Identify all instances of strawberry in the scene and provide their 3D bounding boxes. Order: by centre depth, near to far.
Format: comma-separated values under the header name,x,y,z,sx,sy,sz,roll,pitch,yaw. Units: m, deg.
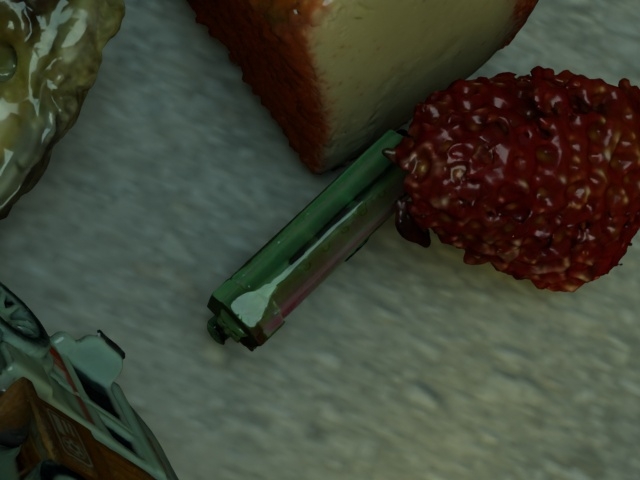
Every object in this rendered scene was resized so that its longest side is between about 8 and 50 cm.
name,x,y,z,sx,sy,sz,roll,pitch,yaw
strawberry,0.119,-0.032,0.683,0.188,0.082,0.121,-4,86,-50

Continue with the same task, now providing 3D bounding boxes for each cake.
name,x,y,z,sx,sy,sz,roll,pitch,yaw
cake,-0.013,-0.186,0.680,0.158,0.159,0.262,-38,87,-15

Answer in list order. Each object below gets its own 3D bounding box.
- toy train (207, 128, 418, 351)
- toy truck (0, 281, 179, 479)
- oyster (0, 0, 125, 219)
name,x,y,z,sx,sy,sz,roll,pitch,yaw
toy train,0.000,0.000,0.687,0.038,0.071,0.148,46,72,-1
toy truck,-0.103,0.147,0.518,0.136,0.305,0.162,-46,128,3
oyster,-0.243,-0.042,0.625,0.271,0.100,0.275,9,96,-11
